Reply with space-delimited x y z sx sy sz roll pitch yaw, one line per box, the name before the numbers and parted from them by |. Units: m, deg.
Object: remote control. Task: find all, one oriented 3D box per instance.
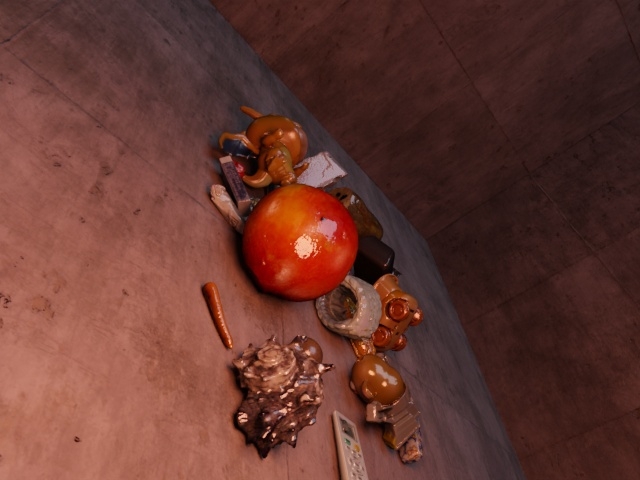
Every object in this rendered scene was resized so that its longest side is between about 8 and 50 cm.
remote control | 0.081 0.611 1.354 0.103 0.051 0.293 45 19 -28

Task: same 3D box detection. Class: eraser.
eraser | -0.295 -0.185 1.702 0.092 0.046 0.213 98 -31 -56

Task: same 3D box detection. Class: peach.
peach | -0.069 0.018 1.540 0.388 0.388 0.388 46 22 -24

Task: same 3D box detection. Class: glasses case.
glasses case | 0.303 0.659 1.732 0.065 0.086 0.248 51 22 -26

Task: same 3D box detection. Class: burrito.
burrito | -0.294 -0.095 1.616 0.203 0.064 0.064 55 20 -8

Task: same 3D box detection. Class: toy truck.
toy truck | 0.278 0.304 2.006 0.211 0.288 0.204 38 7 37

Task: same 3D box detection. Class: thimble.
thimble | 0.102 0.236 1.769 0.171 0.204 0.250 30 30 -49

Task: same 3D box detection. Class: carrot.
carrot | -0.262 0.194 1.266 0.037 0.037 0.190 19 44 -59

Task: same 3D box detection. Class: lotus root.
lotus root | 0.147 -0.076 2.312 0.346 0.250 0.251 37 26 -41

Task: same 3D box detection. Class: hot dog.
hot dog | 0.134 0.334 1.894 0.115 0.072 0.269 13 46 -51

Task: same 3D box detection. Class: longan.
longan | -0.041 0.333 1.457 0.113 0.092 0.113 41 12 -11

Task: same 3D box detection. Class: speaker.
speaker | 0.262 0.096 2.186 0.180 0.184 0.388 37 -19 21

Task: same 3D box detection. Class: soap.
soap | -0.052 -0.275 2.162 0.159 0.257 0.302 58 21 4

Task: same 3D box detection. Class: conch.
conch | -0.105 0.349 1.184 0.240 0.186 0.313 22 48 -11

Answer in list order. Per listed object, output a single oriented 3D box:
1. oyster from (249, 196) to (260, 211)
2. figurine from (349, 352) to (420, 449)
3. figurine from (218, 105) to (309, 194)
oyster | -0.190 -0.101 1.838 0.163 0.081 0.191 57 16 18
figurine | 0.208 0.507 1.642 0.285 0.167 0.342 59 -2 -12
figurine | -0.207 -0.356 1.929 0.400 0.268 0.387 36 29 -36
